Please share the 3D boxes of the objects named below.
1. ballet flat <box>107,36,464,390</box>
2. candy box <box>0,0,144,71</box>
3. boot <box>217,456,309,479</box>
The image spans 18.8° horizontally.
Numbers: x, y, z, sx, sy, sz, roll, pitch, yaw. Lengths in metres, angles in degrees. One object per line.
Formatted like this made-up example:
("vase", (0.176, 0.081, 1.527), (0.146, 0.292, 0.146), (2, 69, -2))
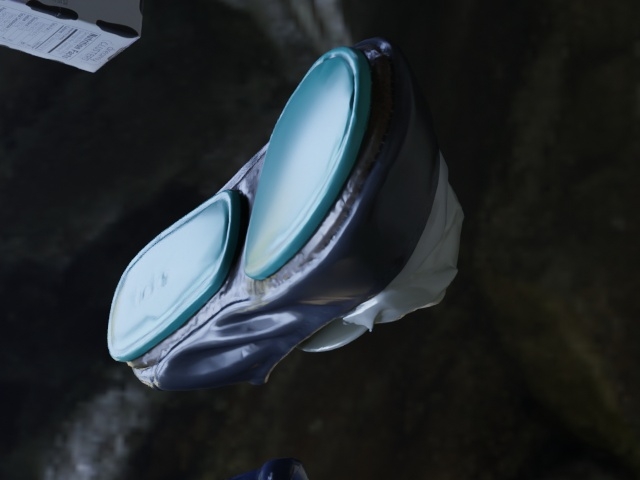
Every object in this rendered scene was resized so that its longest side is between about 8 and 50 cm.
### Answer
("ballet flat", (0.000, 0.000, 0.571), (0.074, 0.203, 0.074), (10, -114, -22))
("candy box", (-0.199, -0.208, 1.150), (0.196, 0.070, 0.164), (14, -111, -28))
("boot", (-0.042, 0.143, 0.695), (0.190, 0.086, 0.069), (-95, -19, -62))
